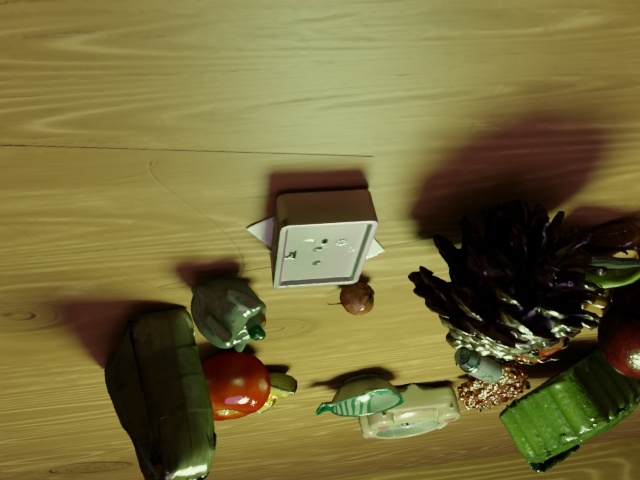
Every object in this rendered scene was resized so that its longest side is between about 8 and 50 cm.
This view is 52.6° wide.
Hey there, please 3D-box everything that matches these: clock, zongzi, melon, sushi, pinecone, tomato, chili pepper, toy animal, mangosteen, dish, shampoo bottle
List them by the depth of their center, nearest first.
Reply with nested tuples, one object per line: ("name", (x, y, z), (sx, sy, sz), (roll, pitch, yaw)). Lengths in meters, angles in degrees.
("clock", (-0.002, 0.002, 1.019), (0.150, 0.063, 0.197), (-4, 149, -10))
("pinecone", (0.300, 0.062, 1.040), (0.296, 0.242, 0.298), (-28, 166, 26))
("sushi", (0.543, -0.003, 1.195), (0.118, 0.061, 0.060), (0, 165, 25))
("toy animal", (-0.161, 0.143, 1.207), (0.125, 0.127, 0.251), (-19, 165, -6))
("zongzi", (-0.347, 0.341, 1.277), (0.160, 0.322, 0.360), (5, 152, -39))
("chili pepper", (0.601, 0.076, 1.351), (0.202, 0.052, 0.050), (-14, 119, 8))
("mangosteen", (0.695, 0.179, 1.436), (0.261, 0.235, 0.235), (32, 155, 17))
("tomato", (-0.208, 0.326, 1.463), (0.195, 0.136, 0.195), (-5, 151, -3))
("melon", (-0.135, 0.362, 1.619), (0.128, 0.079, 0.160), (29, 137, -22))
("shampoo bottle", (0.417, 0.331, 1.724), (0.072, 0.072, 0.214), (-25, 147, 25))
("dish", (0.105, 0.418, 1.772), (0.246, 0.078, 0.224), (-1, 149, -16))
("clock", (0.258, 0.539, 1.996), (0.284, 0.114, 0.309), (-5, 151, -11))

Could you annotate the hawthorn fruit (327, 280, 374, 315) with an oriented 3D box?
("hawthorn fruit", (0.057, 0.118, 1.252), (0.103, 0.066, 0.067), (-27, 146, 32))

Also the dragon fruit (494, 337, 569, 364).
("dragon fruit", (0.437, 0.173, 1.355), (0.182, 0.182, 0.188), (-5, 168, -7))

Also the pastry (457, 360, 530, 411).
("pastry", (0.496, 0.416, 1.858), (0.208, 0.115, 0.097), (-37, 161, 29))

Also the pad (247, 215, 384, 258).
("pad", (0.000, 0.000, 1.087), (0.157, 0.004, 0.232), (-21, 148, 19))

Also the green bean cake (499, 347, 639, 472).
("green bean cake", (0.716, 0.477, 1.832), (0.335, 0.218, 0.319), (-19, 156, -35))

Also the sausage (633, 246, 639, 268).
("sausage", (0.695, 0.014, 1.274), (0.145, 0.048, 0.050), (-20, 111, 15))

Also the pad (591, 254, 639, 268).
("pad", (0.508, 0.043, 1.228), (0.233, 0.022, 0.174), (3, 173, -24))
